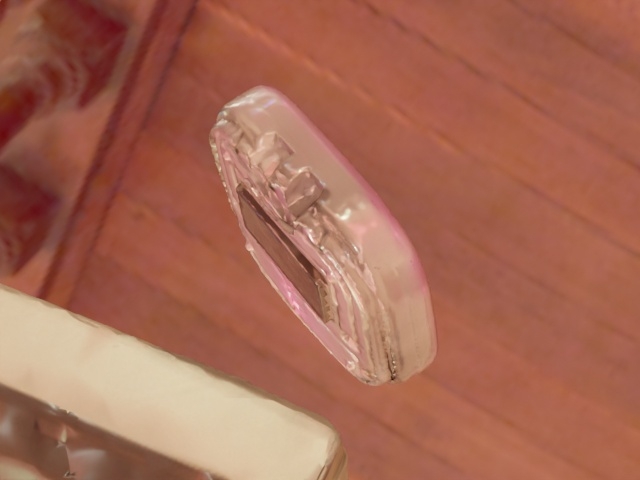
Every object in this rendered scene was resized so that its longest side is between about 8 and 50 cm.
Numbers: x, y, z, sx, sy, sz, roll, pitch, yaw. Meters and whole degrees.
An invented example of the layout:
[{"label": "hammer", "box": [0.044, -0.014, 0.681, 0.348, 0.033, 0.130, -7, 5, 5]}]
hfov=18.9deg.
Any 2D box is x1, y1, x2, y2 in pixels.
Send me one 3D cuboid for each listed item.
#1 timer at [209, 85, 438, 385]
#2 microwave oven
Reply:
[{"label": "timer", "box": [0.000, 0.000, 1.337, 0.208, 0.069, 0.191, 50, 165, 32]}, {"label": "microwave oven", "box": [-0.088, 0.132, 0.434, 0.122, 0.208, 0.162, 22, 158, 11]}]
